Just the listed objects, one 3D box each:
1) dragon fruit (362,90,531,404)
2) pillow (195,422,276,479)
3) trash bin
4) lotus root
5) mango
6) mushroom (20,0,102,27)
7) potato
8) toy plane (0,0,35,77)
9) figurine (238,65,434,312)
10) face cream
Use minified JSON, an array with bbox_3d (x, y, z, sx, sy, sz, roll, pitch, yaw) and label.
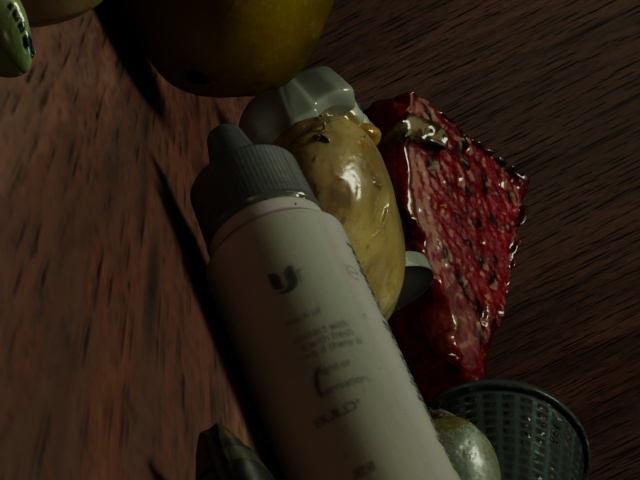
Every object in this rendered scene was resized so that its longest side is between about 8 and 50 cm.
[{"bbox_3d":[0.121,0.018,1.703,0.302,0.240,0.330,71,6,-59],"label":"dragon fruit"},{"bbox_3d":[0.001,0.175,0.608,0.113,0.038,0.203,63,3,-51],"label":"pillow"},{"bbox_3d":[0.149,0.234,1.412,0.175,0.175,0.161,62,17,-22],"label":"trash bin"},{"bbox_3d":[0.100,0.212,1.290,0.088,0.088,0.165,52,34,-72],"label":"lotus root"},{"bbox_3d":[-0.090,-0.242,1.201,0.175,0.176,0.329,85,-19,-49],"label":"mango"},{"bbox_3d":[-0.121,-0.162,0.701,0.112,0.148,0.148,21,15,-12],"label":"mushroom"},{"bbox_3d":[-0.001,-0.004,1.263,0.235,0.128,0.161,66,14,-77],"label":"potato"},{"bbox_3d":[-0.140,-0.105,0.586,0.111,0.040,0.102,63,5,-13],"label":"toy plane"},{"bbox_3d":[0.006,-0.051,1.544,0.176,0.133,0.236,56,11,-66],"label":"figurine"},{"bbox_3d":[-0.008,0.052,0.939,0.311,0.092,0.092,65,4,34],"label":"face cream"}]
